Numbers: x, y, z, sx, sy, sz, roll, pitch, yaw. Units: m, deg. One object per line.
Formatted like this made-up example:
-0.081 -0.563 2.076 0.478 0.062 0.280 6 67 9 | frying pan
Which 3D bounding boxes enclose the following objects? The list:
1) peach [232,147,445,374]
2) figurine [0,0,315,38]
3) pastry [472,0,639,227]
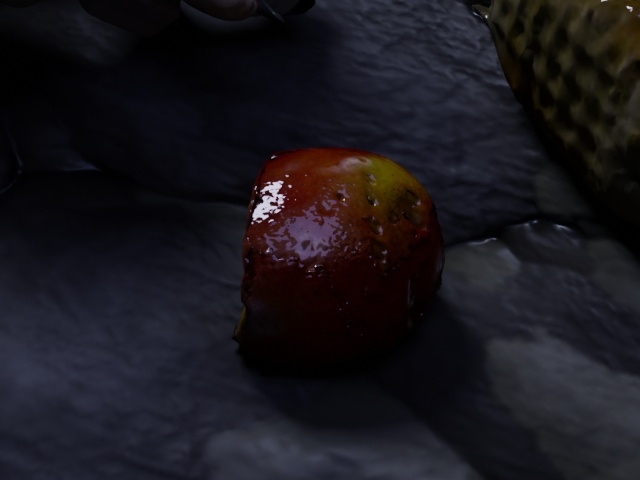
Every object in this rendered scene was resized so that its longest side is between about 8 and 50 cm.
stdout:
0.000 0.000 0.499 0.083 0.050 0.077 -23 51 -30 | peach
-0.094 -0.137 0.556 0.229 0.112 0.137 16 65 -41 | figurine
0.165 -0.076 0.596 0.182 0.093 0.192 -9 45 -28 | pastry
